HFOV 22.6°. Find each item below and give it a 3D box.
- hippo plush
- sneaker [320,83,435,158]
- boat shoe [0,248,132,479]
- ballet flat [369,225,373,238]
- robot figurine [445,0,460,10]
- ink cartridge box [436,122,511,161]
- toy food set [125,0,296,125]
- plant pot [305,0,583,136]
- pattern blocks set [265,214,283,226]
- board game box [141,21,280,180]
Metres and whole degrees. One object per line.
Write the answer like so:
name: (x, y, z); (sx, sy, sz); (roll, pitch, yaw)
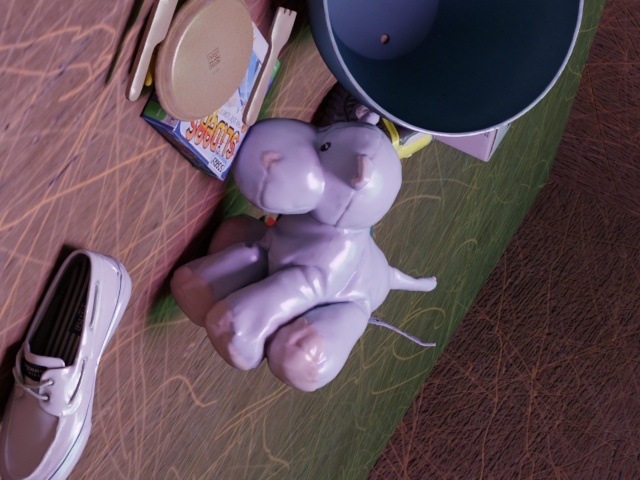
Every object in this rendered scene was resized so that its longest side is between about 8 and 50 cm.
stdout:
hippo plush: (0.000, 0.000, 1.660); (0.234, 0.294, 0.237); (-84, -175, -54)
sneaker: (0.109, -0.161, 2.075); (0.384, 0.145, 0.147); (-44, 154, -54)
boat shoe: (-0.237, 0.112, 1.393); (0.076, 0.083, 0.226); (41, 62, -64)
ballet flat: (0.048, -0.048, 2.215); (0.052, 0.057, 0.168); (-37, -153, 35)
robot figurine: (0.132, -0.332, 1.861); (0.128, 0.158, 0.219); (-34, 154, -51)
ink cartridge box: (0.232, -0.237, 2.397); (0.208, 0.153, 0.087); (-55, 164, -34)
toy food set: (-0.105, -0.168, 1.395); (0.192, 0.038, 0.132); (9, 104, -58)
plant pot: (0.101, -0.258, 1.688); (0.290, 0.290, 0.195); (-64, -157, -4)
pattern blocks set: (-0.037, 0.008, 2.060); (0.285, 0.026, 0.325); (-57, 164, -32)
board game box: (-0.100, -0.144, 1.525); (0.136, 0.035, 0.201); (-64, 167, -5)
